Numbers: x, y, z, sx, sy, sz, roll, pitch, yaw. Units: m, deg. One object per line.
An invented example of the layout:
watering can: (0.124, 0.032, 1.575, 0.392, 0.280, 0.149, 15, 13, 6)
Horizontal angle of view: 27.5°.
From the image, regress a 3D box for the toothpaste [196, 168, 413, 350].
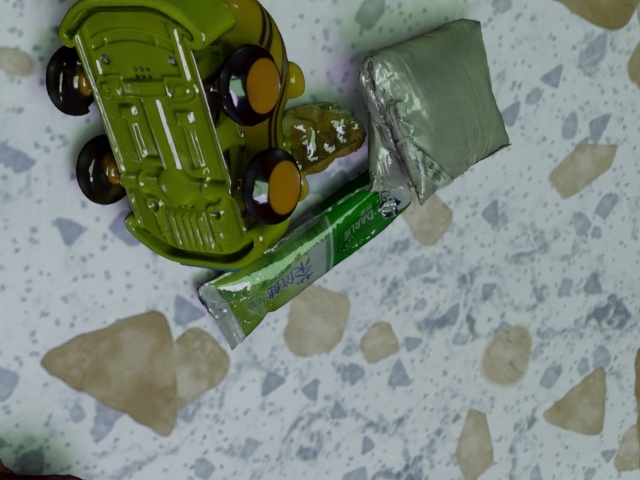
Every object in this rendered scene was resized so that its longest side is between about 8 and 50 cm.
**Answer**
toothpaste: (0.000, 0.000, 1.191, 0.248, 0.047, 0.078, -36, 123, -14)

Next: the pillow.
pillow: (0.105, -0.120, 1.170, 0.181, 0.078, 0.134, -29, 110, -49)

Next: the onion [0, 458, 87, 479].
onion: (-0.252, 0.212, 1.073, 0.150, 0.150, 0.140, -7, 71, -28)

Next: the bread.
bread: (-0.017, -0.086, 1.148, 0.110, 0.060, 0.066, -30, 149, -20)

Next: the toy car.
toy car: (-0.092, -0.104, 1.033, 0.142, 0.200, 0.247, -45, 134, -44)
